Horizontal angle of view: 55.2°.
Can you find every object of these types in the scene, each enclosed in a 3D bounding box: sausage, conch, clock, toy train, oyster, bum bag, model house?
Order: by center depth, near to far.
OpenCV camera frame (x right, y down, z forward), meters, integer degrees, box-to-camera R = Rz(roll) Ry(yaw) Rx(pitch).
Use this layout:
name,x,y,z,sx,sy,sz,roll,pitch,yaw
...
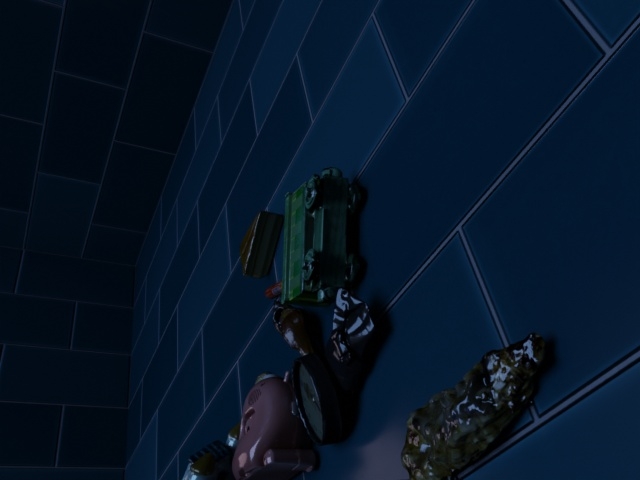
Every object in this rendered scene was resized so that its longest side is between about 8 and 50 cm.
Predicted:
name,x,y,z,sx,sy,sz,roll,pitch,yaw
oyster,0.196,0.237,0.855,0.128,0.079,0.345,-93,24,-46
bum bag,0.044,0.215,1.170,0.123,0.060,0.248,49,140,50
clock,-0.011,0.316,1.215,0.184,0.040,0.184,167,90,-71
toy train,0.000,0.000,1.312,0.202,0.120,0.300,142,133,-60
clock,-0.117,0.416,1.370,0.227,0.143,0.241,-52,33,45
conch,-0.047,0.200,1.375,0.080,0.086,0.233,-59,31,1
model house,-0.218,0.565,1.430,0.184,0.253,0.290,-9,61,61
sausage,-0.105,0.123,1.585,0.129,0.034,0.034,-34,51,58

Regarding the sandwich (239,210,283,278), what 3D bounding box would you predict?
name,x,y,z,sx,sy,sz,roll,pitch,yaw
sandwich,-0.158,0.013,1.695,0.163,0.080,0.113,-54,37,41

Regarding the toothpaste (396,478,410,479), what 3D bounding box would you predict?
name,x,y,z,sx,sy,sz,roll,pitch,yaw
toothpaste,0.146,0.436,0.900,0.164,0.046,0.034,-104,31,-42

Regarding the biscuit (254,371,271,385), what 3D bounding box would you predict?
name,x,y,z,sx,sy,sz,roll,pitch,yaw
biscuit,-0.149,0.413,1.577,0.152,0.020,0.151,-36,49,57
